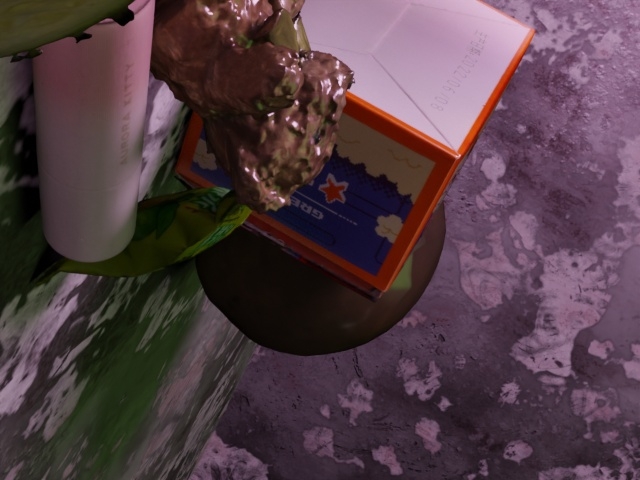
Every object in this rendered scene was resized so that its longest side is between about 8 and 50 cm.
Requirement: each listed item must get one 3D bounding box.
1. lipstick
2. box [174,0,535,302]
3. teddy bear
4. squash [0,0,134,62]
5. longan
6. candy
[{"bbox_3d":[-0.183,-0.097,0.864,0.087,0.087,0.327,-58,173,-32],"label":"lipstick"},{"bbox_3d":[0.046,-0.175,1.391,0.349,0.318,0.257,-57,175,-47],"label":"box"},{"bbox_3d":[-0.037,-0.188,0.936,0.296,0.222,0.246,-53,-157,22],"label":"teddy bear"},{"bbox_3d":[-0.175,-0.211,0.447,0.189,0.260,0.189,-16,-178,1],"label":"squash"},{"bbox_3d":[0.000,0.000,1.664,0.404,0.336,0.404,-33,-156,17],"label":"longan"},{"bbox_3d":[-0.156,-0.008,1.102,0.149,0.246,0.069,-42,118,-68],"label":"candy"}]
